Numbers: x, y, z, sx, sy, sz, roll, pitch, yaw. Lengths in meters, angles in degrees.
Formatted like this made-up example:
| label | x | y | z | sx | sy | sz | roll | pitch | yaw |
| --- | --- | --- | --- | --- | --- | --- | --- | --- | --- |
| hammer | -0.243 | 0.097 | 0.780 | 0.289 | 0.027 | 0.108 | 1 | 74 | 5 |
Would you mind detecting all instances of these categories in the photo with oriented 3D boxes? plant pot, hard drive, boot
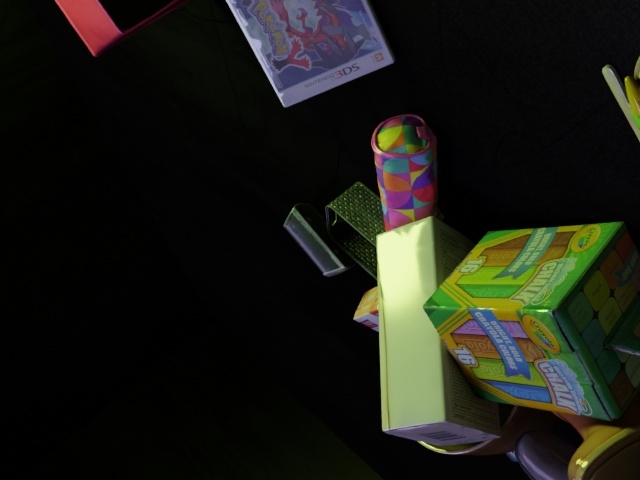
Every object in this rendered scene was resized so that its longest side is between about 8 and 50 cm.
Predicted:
| label | x | y | z | sx | sy | sz | roll | pitch | yaw |
| --- | --- | --- | --- | --- | --- | --- | --- | --- | --- |
| plant pot | 0.294 | 0.263 | 1.262 | 0.254 | 0.237 | 0.237 | 30 | 179 | -42 |
| hard drive | 0.000 | 0.000 | 1.559 | 0.172 | 0.054 | 0.255 | 50 | -172 | 3 |
| boot | 0.350 | 0.224 | 0.992 | 0.220 | 0.283 | 0.109 | 20 | 128 | 47 |
| boot | 0.400 | 0.331 | 1.030 | 0.246 | 0.083 | 0.161 | 39 | 151 | 17 |

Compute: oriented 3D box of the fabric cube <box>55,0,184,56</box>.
| label | x | y | z | sx | sy | sz | roll | pitch | yaw |
| --- | --- | --- | --- | --- | --- | --- | --- | --- | --- |
| fabric cube | -0.324 | -0.491 | 1.233 | 0.254 | 0.259 | 0.258 | 56 | 163 | -17 |

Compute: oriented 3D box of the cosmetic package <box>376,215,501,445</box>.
| label | x | y | z | sx | sy | sz | roll | pitch | yaw |
| --- | --- | --- | --- | --- | --- | --- | --- | --- | --- |
| cosmetic package | 0.176 | 0.140 | 1.127 | 0.113 | 0.309 | 0.160 | -20 | 147 | 35 |

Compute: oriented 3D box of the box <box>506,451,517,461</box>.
| label | x | y | z | sx | sy | sz | roll | pitch | yaw |
| --- | --- | --- | --- | --- | --- | --- | --- | --- | --- |
| box | 0.367 | 0.354 | 1.543 | 0.233 | 0.044 | 0.159 | 49 | 161 | 6 |

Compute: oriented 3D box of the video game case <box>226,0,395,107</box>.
| label | x | y | z | sx | sy | sz | roll | pitch | yaw |
| --- | --- | --- | --- | --- | --- | --- | --- | --- | --- |
| video game case | -0.017 | -0.307 | 1.047 | 0.184 | 0.023 | 0.201 | -19 | 117 | 22 |

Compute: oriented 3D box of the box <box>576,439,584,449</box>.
| label | x | y | z | sx | sy | sz | roll | pitch | yaw |
| --- | --- | --- | --- | --- | --- | --- | --- | --- | --- |
| box | 0.493 | 0.342 | 1.117 | 0.182 | 0.119 | 0.181 | 40 | 159 | 29 |

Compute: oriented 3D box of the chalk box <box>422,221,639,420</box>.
| label | x | y | z | sx | sy | sz | roll | pitch | yaw |
| --- | --- | --- | --- | --- | --- | --- | --- | --- | --- |
| chalk box | 0.314 | 0.098 | 0.953 | 0.289 | 0.180 | 0.179 | -7 | 120 | 55 |

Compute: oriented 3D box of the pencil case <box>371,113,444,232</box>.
| label | x | y | z | sx | sy | sz | roll | pitch | yaw |
| --- | --- | --- | --- | --- | --- | --- | --- | --- | --- |
| pencil case | 0.141 | -0.086 | 1.172 | 0.104 | 0.104 | 0.236 | 38 | 159 | 34 |

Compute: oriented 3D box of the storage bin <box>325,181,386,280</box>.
| label | x | y | z | sx | sy | sz | roll | pitch | yaw |
| --- | --- | --- | --- | --- | --- | --- | --- | --- | --- |
| storage bin | 0.102 | -0.010 | 1.416 | 0.180 | 0.084 | 0.122 | 41 | 159 | 25 |

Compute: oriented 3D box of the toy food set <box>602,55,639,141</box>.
| label | x | y | z | sx | sy | sz | roll | pitch | yaw |
| --- | --- | --- | --- | --- | --- | --- | --- | --- | --- |
| toy food set | 0.348 | -0.130 | 0.698 | 0.132 | 0.038 | 0.192 | 55 | 161 | -10 |

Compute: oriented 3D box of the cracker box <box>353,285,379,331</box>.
| label | x | y | z | sx | sy | sz | roll | pitch | yaw |
| --- | --- | --- | --- | --- | --- | --- | --- | --- | --- |
| cracker box | 0.195 | 0.165 | 1.420 | 0.232 | 0.067 | 0.156 | 28 | 163 | -6 |
